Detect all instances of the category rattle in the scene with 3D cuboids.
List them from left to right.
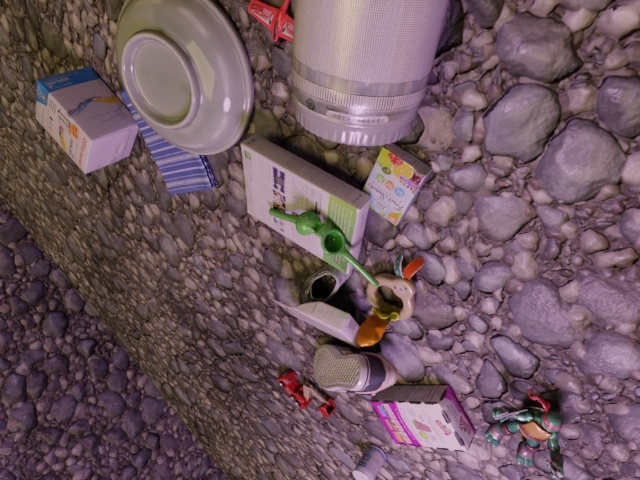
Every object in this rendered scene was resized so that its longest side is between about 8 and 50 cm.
[{"bbox_3d":[0.146,0.129,0.986,0.130,0.143,0.199,56,147,21],"label":"rattle"}]

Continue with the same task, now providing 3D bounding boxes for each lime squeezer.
[{"bbox_3d":[0.000,0.000,0.963,0.310,0.059,0.110,34,146,14],"label":"lime squeezer"}]

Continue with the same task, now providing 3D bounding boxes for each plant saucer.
[{"bbox_3d":[-0.346,-0.376,1.024,0.401,0.100,0.400,16,128,21],"label":"plant saucer"}]

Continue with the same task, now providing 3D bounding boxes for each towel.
[{"bbox_3d":[-0.436,-0.289,1.247,0.243,0.040,0.335,0,119,41],"label":"towel"}]

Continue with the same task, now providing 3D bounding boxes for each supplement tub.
[{"bbox_3d":[0.159,0.723,1.421,0.071,0.107,0.071,22,131,28],"label":"supplement tub"}]

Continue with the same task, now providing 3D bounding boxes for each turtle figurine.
[{"bbox_3d":[0.453,0.414,0.944,0.175,0.118,0.234,47,156,25],"label":"turtle figurine"}]

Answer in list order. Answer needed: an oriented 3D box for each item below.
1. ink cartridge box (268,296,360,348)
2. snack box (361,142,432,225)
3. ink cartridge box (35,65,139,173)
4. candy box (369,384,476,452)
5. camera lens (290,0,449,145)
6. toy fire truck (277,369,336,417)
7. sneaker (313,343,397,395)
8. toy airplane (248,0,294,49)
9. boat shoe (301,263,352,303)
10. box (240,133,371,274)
[{"bbox_3d":[-0.003,0.199,1.161,0.225,0.056,0.181,23,164,29],"label":"ink cartridge box"},{"bbox_3d":[0.146,-0.111,0.881,0.100,0.037,0.141,38,138,14],"label":"snack box"},{"bbox_3d":[-0.698,-0.358,1.322,0.232,0.168,0.171,48,137,0],"label":"ink cartridge box"},{"bbox_3d":[0.266,0.467,1.172,0.233,0.071,0.159,-19,105,47],"label":"candy box"},{"bbox_3d":[0.068,-0.312,0.667,0.219,0.219,0.274,28,133,23],"label":"camera lens"},{"bbox_3d":[-0.050,0.516,1.493,0.192,0.047,0.135,51,138,-1],"label":"toy fire truck"},{"bbox_3d":[0.086,0.356,1.200,0.321,0.128,0.126,164,116,-66],"label":"sneaker"},{"bbox_3d":[-0.071,-0.439,0.836,0.151,0.028,0.151,21,131,26],"label":"toy airplane"},{"bbox_3d":[-0.003,0.122,1.143,0.079,0.081,0.227,46,138,4],"label":"boat shoe"},{"bbox_3d":[-0.043,-0.081,1.024,0.322,0.058,0.232,33,146,20],"label":"box"}]
